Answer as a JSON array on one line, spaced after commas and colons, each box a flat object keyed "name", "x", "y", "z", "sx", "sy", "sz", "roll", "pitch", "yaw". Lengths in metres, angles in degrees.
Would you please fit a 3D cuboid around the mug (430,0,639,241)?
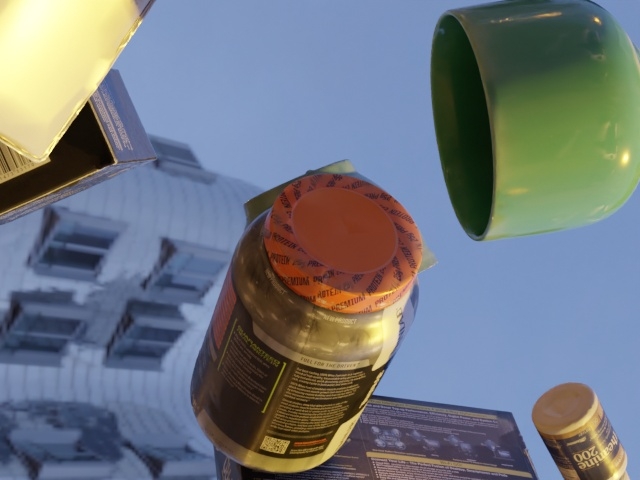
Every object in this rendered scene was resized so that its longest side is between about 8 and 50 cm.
[{"name": "mug", "x": 0.122, "y": -0.070, "z": 0.630, "sx": 0.158, "sy": 0.097, "sz": 0.130, "roll": -136, "pitch": -143, "yaw": -81}]

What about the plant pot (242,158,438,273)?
[{"name": "plant pot", "x": 0.000, "y": 0.000, "z": 1.653, "sx": 0.293, "sy": 0.293, "sz": 0.196, "roll": -24, "pitch": -91, "yaw": 38}]

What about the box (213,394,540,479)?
[{"name": "box", "x": 0.081, "y": 0.313, "z": 1.310, "sx": 0.318, "sy": 0.394, "sz": 0.097, "roll": -105, "pitch": -150, "yaw": -52}]

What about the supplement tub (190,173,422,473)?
[{"name": "supplement tub", "x": -0.016, "y": 0.090, "z": 1.170, "sx": 0.194, "sy": 0.193, "sz": 0.316, "roll": 64, "pitch": -31, "yaw": 31}]

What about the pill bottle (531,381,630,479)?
[{"name": "pill bottle", "x": 0.260, "y": 0.203, "z": 1.101, "sx": 0.067, "sy": 0.120, "sz": 0.067, "roll": -26, "pitch": -155, "yaw": 13}]

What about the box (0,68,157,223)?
[{"name": "box", "x": -0.239, "y": -0.077, "z": 0.945, "sx": 0.156, "sy": 0.158, "sz": 0.093, "roll": -23, "pitch": -86, "yaw": 5}]

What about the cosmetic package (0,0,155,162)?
[{"name": "cosmetic package", "x": -0.279, "y": -0.201, "z": 0.839, "sx": 0.309, "sy": 0.113, "sz": 0.160, "roll": 32, "pitch": -94, "yaw": 38}]
